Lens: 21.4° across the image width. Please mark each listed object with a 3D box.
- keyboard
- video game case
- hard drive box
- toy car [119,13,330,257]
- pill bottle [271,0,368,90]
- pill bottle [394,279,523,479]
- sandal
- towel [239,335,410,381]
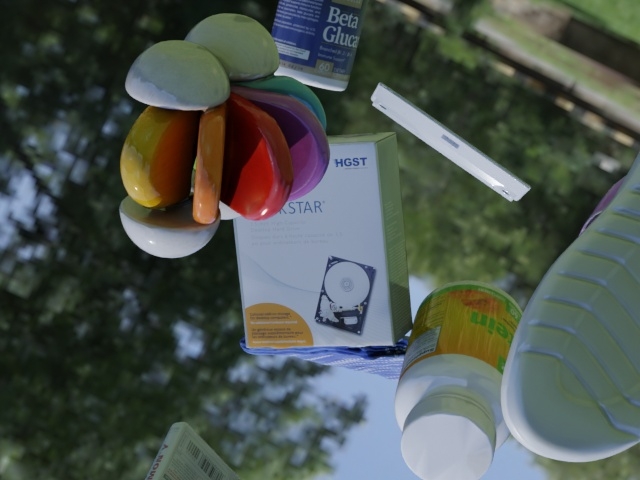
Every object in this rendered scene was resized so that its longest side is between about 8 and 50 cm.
[{"bbox_3d":[0.181,-0.138,2.377,0.256,0.014,0.072,35,159,1],"label":"keyboard"},{"bbox_3d":[-0.118,0.313,1.686,0.023,0.183,0.201,-10,131,38],"label":"video game case"},{"bbox_3d":[0.000,0.000,1.923,0.181,0.232,0.089,-3,-171,19],"label":"hard drive box"},{"bbox_3d":[-0.062,-0.072,1.255,0.136,0.159,0.182,16,-152,22],"label":"toy car"},{"bbox_3d":[0.002,-0.252,1.816,0.094,0.169,0.094,13,-172,-2],"label":"pill bottle"},{"bbox_3d":[0.157,0.163,1.909,0.136,0.136,0.245,25,-148,-3],"label":"pill bottle"},{"bbox_3d":[0.289,0.010,1.455,0.169,0.416,0.102,36,168,-11],"label":"sandal"},{"bbox_3d":[0.089,0.160,2.193,0.243,0.040,0.336,-4,165,44],"label":"towel"}]
